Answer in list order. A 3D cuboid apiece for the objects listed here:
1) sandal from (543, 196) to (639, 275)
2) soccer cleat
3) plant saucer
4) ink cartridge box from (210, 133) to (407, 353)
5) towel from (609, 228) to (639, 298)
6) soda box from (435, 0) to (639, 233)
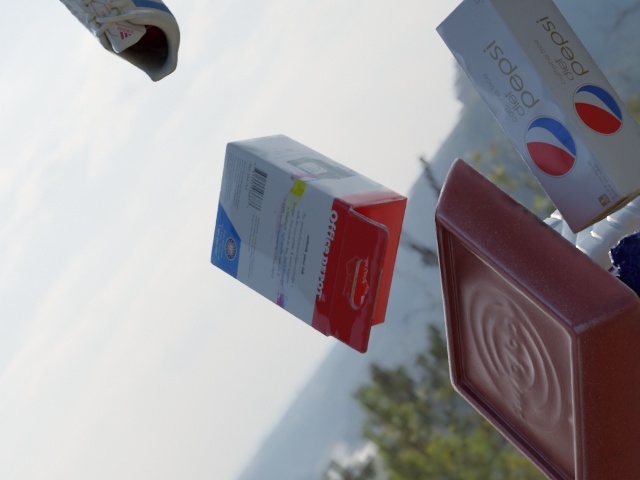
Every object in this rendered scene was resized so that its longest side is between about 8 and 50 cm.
[{"bbox_3d":[0.344,-0.016,1.756,0.416,0.102,0.169,-42,15,18],"label":"sandal"},{"bbox_3d":[-0.317,-0.360,2.382,0.116,0.331,0.143,-35,40,20],"label":"soccer cleat"},{"bbox_3d":[0.178,0.095,1.393,0.048,0.259,0.258,-25,-51,-20],"label":"plant saucer"},{"bbox_3d":[0.000,0.000,1.558,0.078,0.231,0.134,-11,-60,-41],"label":"ink cartridge box"},{"bbox_3d":[0.368,0.139,1.402,0.076,0.308,0.227,-41,-32,3],"label":"towel"},{"bbox_3d":[0.193,-0.119,1.372,0.069,0.216,0.074,-28,-10,-37],"label":"soda box"}]
